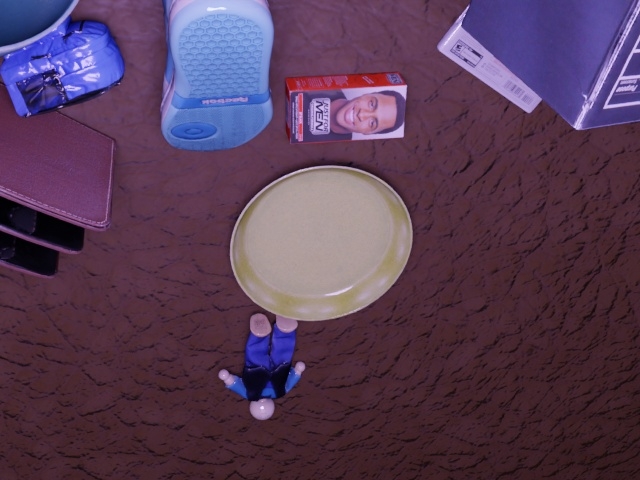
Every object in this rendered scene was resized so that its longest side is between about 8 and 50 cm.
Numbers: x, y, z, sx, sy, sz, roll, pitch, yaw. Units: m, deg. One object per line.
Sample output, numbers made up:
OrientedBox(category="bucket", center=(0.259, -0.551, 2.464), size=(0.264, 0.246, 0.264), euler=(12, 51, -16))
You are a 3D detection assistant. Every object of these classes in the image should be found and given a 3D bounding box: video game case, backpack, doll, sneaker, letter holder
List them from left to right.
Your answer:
OrientedBox(category="letter holder", center=(-0.390, -0.070, 1.018), size=(0.302, 0.214, 0.152), euler=(27, 114, -25))
OrientedBox(category="backpack", center=(-0.279, -0.196, 1.028), size=(0.120, 0.098, 0.101), euler=(-15, 121, 0))
OrientedBox(category="sneaker", center=(-0.116, -0.240, 1.025), size=(0.127, 0.208, 0.319), euler=(-3, 160, -14))
OrientedBox(category="doll", center=(-0.081, 0.183, 1.345), size=(0.129, 0.046, 0.189), euler=(-7, 131, -18))
OrientedBox(category="video game case", center=(0.243, -0.248, 1.144), size=(0.157, 0.019, 0.143), euler=(29, 113, -25))

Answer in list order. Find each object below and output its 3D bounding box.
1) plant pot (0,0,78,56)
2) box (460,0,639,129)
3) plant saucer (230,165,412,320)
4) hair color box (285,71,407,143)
OrientedBox(category="plant pot", center=(-0.388, -0.280, 0.875), size=(0.290, 0.290, 0.195), euler=(39, 145, -29))
OrientedBox(category="box", center=(0.319, -0.273, 0.809), size=(0.296, 0.182, 0.294), euler=(-11, 135, -32))
OrientedBox(category="plant saucer", center=(0.000, 0.000, 1.247), size=(0.241, 0.037, 0.241), euler=(-5, 123, -8))
OrientedBox(category="hair color box", center=(0.030, -0.160, 1.144), size=(0.141, 0.043, 0.072), euler=(-5, 123, -8))
